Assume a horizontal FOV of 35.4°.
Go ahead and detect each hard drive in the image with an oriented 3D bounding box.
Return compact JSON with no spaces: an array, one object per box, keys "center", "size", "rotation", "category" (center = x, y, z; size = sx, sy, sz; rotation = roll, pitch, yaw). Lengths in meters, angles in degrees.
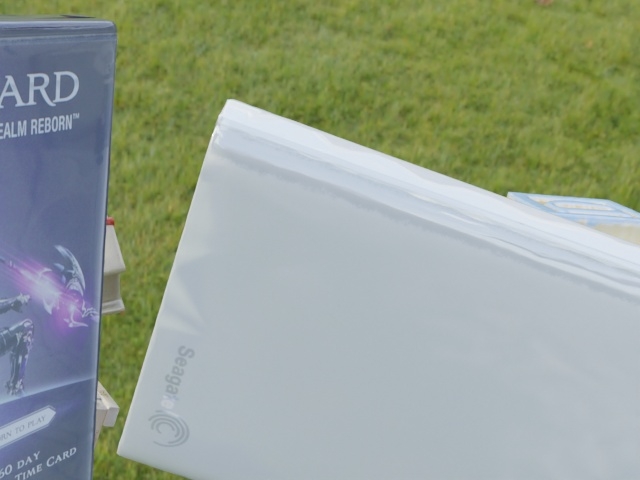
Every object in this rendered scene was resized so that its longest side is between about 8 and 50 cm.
[{"center":[0.072,0.075,0.483],"size":[0.307,0.203,0.040],"rotation":[19,33,-4],"category":"hard drive"}]

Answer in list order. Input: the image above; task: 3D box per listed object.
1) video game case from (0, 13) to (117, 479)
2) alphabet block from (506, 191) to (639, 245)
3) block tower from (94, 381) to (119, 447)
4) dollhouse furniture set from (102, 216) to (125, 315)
[{"center":[-0.142,0.071,0.310],"size":[0.026,0.274,0.196],"rotation":[15,18,28],"category":"video game case"},{"center":[0.399,0.040,1.595],"size":[0.192,0.197,0.193],"rotation":[5,12,-8],"category":"alphabet block"},{"center":[-0.436,0.222,1.291],"size":[0.335,0.097,0.091],"rotation":[12,13,-36],"category":"block tower"},{"center":[-0.364,0.036,1.150],"size":[0.259,0.262,0.135],"rotation":[-10,47,-22],"category":"dollhouse furniture set"}]
